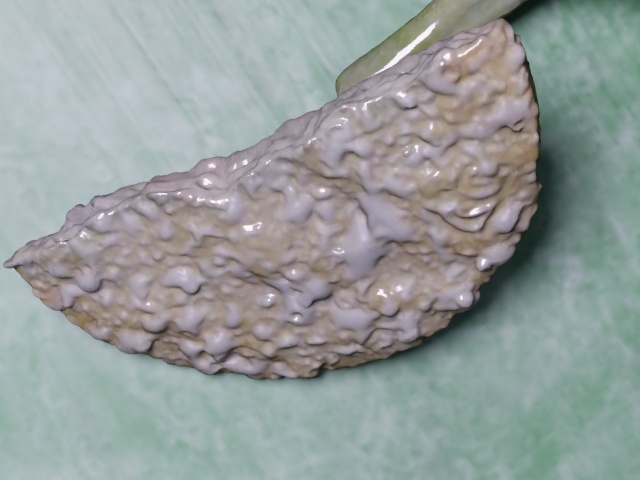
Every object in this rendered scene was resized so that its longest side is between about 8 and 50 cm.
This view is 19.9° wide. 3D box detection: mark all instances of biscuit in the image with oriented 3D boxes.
[{"bbox_3d":[-0.001,0.003,0.778,0.250,0.032,0.133,-23,122,23],"label":"biscuit"}]

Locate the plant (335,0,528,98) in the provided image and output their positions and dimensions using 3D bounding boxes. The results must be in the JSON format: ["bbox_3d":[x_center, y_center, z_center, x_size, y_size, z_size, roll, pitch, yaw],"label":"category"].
[{"bbox_3d":[0.165,-0.162,0.777,0.261,0.297,0.306,-2,45,-24],"label":"plant"}]
